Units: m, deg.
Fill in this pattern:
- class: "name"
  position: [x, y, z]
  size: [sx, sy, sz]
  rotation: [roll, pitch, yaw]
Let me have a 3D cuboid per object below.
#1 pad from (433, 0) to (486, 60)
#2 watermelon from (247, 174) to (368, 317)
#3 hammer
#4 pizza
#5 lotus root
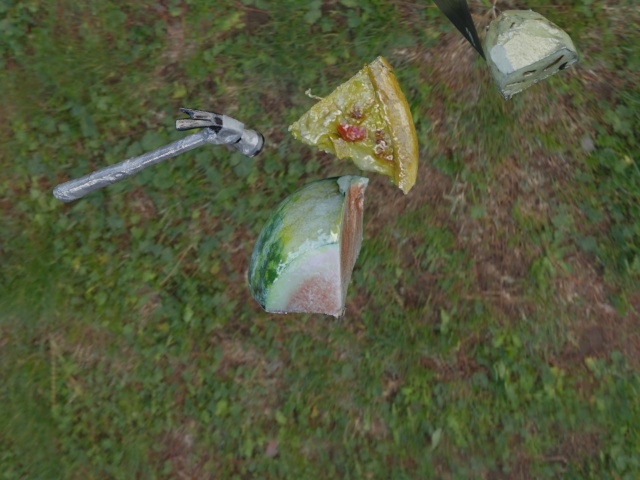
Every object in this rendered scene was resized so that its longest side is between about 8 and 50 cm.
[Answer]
- class: "pad"
  position: [0.119, -0.277, 0.966]
  size: [0.004, 0.190, 0.127]
  rotation: [-34, 59, 3]
- class: "watermelon"
  position: [0.000, 0.000, 1.488]
  size: [0.224, 0.305, 0.180]
  rotation: [-35, 102, 23]
- class: "hammer"
  position: [-0.295, -0.126, 1.568]
  size: [0.427, 0.152, 0.044]
  rotation: [-18, 65, 36]
- class: "pizza"
  position: [0.055, -0.207, 1.813]
  size: [0.288, 0.075, 0.280]
  rotation: [-4, 123, 37]
- class: "lotus root"
  position: [0.325, -0.321, 1.529]
  size: [0.143, 0.070, 0.144]
  rotation: [-35, 62, 7]
